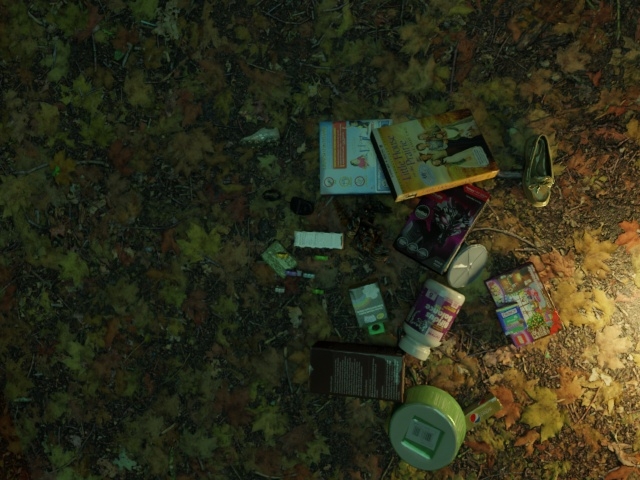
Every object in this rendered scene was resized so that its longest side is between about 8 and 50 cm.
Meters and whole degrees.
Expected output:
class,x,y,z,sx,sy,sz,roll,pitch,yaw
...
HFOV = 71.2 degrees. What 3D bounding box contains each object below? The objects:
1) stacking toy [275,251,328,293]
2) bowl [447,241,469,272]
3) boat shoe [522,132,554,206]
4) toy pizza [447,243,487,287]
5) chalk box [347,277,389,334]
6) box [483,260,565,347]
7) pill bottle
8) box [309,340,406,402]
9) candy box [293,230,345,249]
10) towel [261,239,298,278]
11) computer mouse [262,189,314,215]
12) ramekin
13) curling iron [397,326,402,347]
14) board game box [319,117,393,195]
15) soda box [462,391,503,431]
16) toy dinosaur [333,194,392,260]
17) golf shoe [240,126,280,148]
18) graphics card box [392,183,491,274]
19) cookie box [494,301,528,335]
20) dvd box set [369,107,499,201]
class,x,y,z,sx,sy,sz,roll,pitch,yaw
stacking toy,-0.085,0.140,1.896,0.221,0.052,0.166,5,100,1
bowl,0.529,0.044,1.832,0.142,0.053,0.142,-45,85,7
boat shoe,0.859,-0.275,1.764,0.105,0.089,0.285,-6,90,7
toy pizza,0.581,0.099,1.783,0.201,0.201,0.032,-50,41,5
chalk box,0.205,0.278,1.840,0.132,0.132,0.213,-16,90,7
box,0.813,0.257,1.793,0.201,0.057,0.293,-25,88,8
pill bottle,0.435,0.318,1.790,0.169,0.169,0.301,27,94,7
box,0.153,0.531,1.829,0.382,0.143,0.191,2,91,12
candy box,0.000,0.000,1.846,0.196,0.165,0.070,2,89,8
towel,-0.177,0.084,1.940,0.148,0.027,0.110,45,97,5
computer mouse,-0.138,-0.168,1.932,0.242,0.041,0.071,21,110,12
ramekin,0.415,0.748,1.775,0.304,0.148,0.303,1,93,21
curling iron,0.325,0.498,1.873,0.068,0.035,0.273,4,91,8
board game box,0.151,-0.340,1.861,0.302,0.086,0.308,0,91,8
soda box,0.644,0.696,1.819,0.181,0.061,0.058,-36,86,6
toy dinosaur,0.165,-0.058,1.827,0.322,0.164,0.218,33,123,7
golf shoe,-0.260,-0.448,1.937,0.176,0.069,0.086,-3,70,5
graphics card box,0.480,-0.070,1.777,0.233,0.094,0.371,33,91,22
cookie box,0.747,0.305,1.754,0.092,0.040,0.107,-21,87,11
dvd box set,0.437,-0.340,1.740,0.421,0.062,0.307,-14,70,-8
